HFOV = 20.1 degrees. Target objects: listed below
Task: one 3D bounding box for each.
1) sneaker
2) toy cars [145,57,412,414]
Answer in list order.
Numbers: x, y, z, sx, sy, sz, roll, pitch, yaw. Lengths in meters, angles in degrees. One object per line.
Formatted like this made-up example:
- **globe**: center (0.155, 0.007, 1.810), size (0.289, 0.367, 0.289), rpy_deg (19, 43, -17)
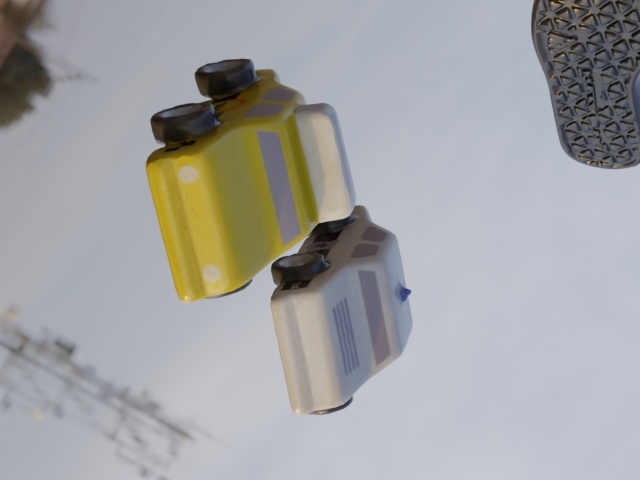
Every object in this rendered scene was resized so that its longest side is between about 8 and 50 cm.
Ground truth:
- **sneaker**: center (0.187, -0.143, 1.190), size (0.235, 0.084, 0.097), rpy_deg (81, 23, -58)
- **toy cars**: center (0.000, 0.000, 1.078), size (0.394, 0.087, 0.177), rpy_deg (53, 33, -63)
